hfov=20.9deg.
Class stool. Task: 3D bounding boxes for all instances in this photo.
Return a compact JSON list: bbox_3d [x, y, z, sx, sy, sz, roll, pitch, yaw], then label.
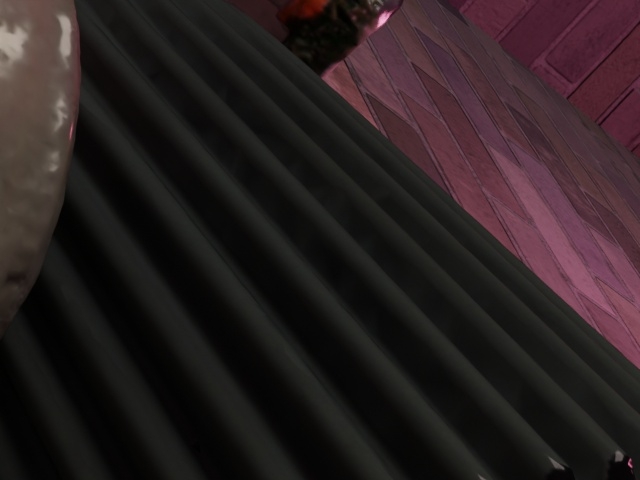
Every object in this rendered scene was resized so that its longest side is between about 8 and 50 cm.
[{"bbox_3d":[-0.041,0.084,0.654,0.297,0.297,0.330,26,19,-47],"label":"stool"}]

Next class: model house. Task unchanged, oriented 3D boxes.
[{"bbox_3d":[-0.090,-0.280,1.659,0.301,0.190,0.271,38,18,-13],"label":"model house"}]

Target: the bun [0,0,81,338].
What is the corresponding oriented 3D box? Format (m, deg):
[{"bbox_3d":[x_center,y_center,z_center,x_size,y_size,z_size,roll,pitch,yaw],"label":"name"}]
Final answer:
[{"bbox_3d":[-0.221,-0.040,0.558,0.175,0.263,0.263,28,21,-44],"label":"bun"}]
